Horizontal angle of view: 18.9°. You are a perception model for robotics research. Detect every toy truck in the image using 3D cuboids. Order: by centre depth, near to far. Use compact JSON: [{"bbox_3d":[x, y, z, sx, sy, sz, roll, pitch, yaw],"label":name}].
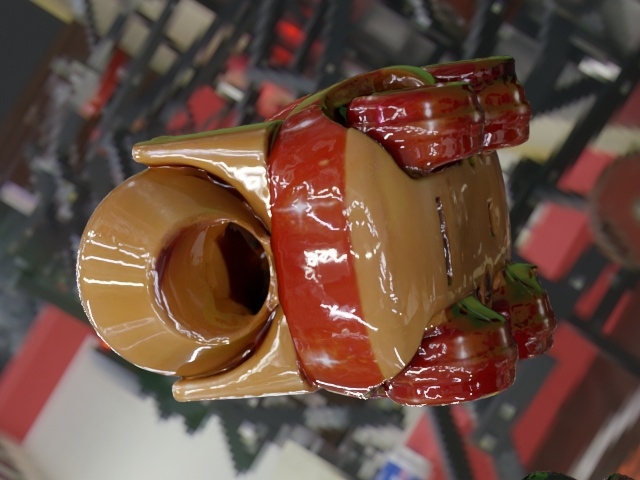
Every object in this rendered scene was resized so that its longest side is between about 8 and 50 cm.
[{"bbox_3d":[0.000,0.000,1.115,0.239,0.189,0.265,-6,-174,20],"label":"toy truck"}]

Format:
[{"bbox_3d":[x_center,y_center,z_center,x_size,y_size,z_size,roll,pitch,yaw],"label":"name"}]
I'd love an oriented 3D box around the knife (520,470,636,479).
[{"bbox_3d":[0.147,0.137,0.989,0.018,0.035,0.247,-7,166,25],"label":"knife"}]
